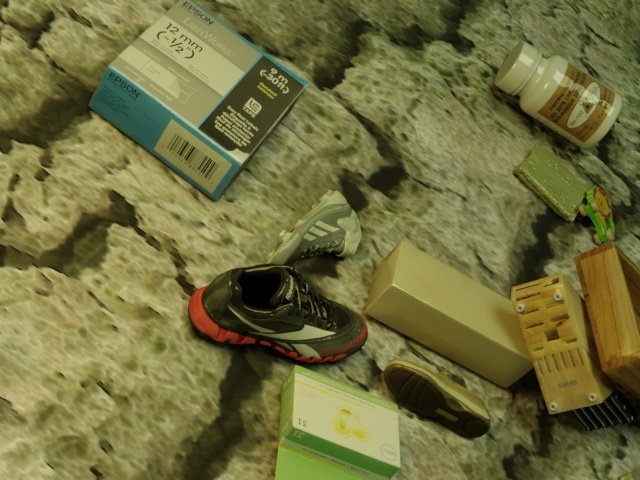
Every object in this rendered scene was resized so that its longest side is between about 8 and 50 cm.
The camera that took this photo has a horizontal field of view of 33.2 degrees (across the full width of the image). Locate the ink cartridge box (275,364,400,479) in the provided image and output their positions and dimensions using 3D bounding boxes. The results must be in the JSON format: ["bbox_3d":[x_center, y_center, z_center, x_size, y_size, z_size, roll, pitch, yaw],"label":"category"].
[{"bbox_3d":[0.024,0.293,1.449,0.171,0.056,0.235,24,33,-15],"label":"ink cartridge box"}]

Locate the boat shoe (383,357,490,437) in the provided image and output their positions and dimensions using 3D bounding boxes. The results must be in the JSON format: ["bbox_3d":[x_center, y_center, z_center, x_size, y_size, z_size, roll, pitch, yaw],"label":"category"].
[{"bbox_3d":[0.175,0.227,1.624,0.190,0.068,0.072,36,34,-17],"label":"boat shoe"}]

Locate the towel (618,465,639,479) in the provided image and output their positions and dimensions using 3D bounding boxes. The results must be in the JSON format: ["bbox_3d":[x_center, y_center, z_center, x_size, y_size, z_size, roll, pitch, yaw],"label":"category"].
[{"bbox_3d":[0.519,0.409,1.729,0.060,0.009,0.083,-10,64,-37],"label":"towel"}]

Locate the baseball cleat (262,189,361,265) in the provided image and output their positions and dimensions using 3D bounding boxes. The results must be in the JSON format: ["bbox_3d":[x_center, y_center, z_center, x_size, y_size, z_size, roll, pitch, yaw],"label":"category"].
[{"bbox_3d":[0.000,0.000,1.670,0.109,0.072,0.206,46,50,-4],"label":"baseball cleat"}]

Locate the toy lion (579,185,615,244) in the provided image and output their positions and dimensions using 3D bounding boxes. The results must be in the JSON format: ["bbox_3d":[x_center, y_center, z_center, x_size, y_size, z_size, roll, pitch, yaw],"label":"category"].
[{"bbox_3d":[0.534,-0.053,2.045,0.096,0.034,0.100,-36,99,-53],"label":"toy lion"}]

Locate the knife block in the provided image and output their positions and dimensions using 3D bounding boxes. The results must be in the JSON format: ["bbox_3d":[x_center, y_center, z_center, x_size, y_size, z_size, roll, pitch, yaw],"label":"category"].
[{"bbox_3d":[0.419,0.176,1.713,0.242,0.088,0.275,-17,88,-60],"label":"knife block"}]

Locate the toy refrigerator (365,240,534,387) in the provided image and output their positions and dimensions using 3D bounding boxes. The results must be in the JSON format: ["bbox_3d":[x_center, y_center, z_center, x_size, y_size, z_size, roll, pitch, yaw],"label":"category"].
[{"bbox_3d":[0.210,0.121,1.697,0.270,0.094,0.102,29,44,-13],"label":"toy refrigerator"}]

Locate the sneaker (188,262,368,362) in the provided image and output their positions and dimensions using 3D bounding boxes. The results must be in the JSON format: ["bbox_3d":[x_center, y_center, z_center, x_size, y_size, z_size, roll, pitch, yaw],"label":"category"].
[{"bbox_3d":[-0.041,0.101,1.528,0.276,0.135,0.097,15,50,-24],"label":"sneaker"}]

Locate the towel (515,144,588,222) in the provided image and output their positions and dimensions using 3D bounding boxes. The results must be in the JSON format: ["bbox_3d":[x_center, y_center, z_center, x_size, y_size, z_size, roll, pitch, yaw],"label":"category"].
[{"bbox_3d":[0.444,-0.109,2.047,0.148,0.027,0.110,44,48,1],"label":"towel"}]

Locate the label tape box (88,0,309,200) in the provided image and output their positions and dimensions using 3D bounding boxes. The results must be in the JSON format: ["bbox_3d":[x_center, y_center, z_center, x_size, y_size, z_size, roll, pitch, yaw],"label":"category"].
[{"bbox_3d":[-0.168,-0.262,1.729,0.249,0.115,0.347,37,48,-3],"label":"label tape box"}]

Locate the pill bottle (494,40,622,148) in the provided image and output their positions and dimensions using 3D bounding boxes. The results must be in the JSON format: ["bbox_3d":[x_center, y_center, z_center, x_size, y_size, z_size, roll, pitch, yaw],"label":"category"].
[{"bbox_3d":[0.466,-0.291,2.121,0.229,0.131,0.131,31,47,-8],"label":"pill bottle"}]

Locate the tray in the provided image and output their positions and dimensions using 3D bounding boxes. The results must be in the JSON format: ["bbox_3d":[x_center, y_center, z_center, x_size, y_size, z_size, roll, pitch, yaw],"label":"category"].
[{"bbox_3d":[0.547,0.180,1.750,0.411,0.076,0.202,34,40,-44],"label":"tray"}]
